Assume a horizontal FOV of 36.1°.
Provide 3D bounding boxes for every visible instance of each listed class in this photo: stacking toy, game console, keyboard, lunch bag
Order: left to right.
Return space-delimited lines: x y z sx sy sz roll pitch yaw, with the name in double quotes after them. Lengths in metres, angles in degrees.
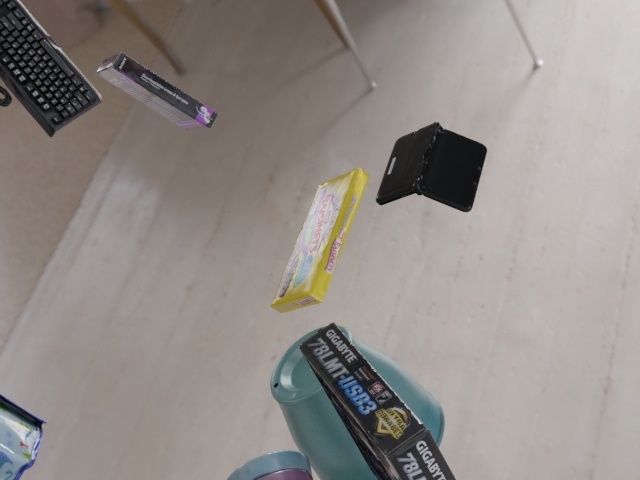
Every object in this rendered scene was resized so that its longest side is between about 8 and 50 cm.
-0.435 0.245 1.290 0.096 0.129 0.151 -48 17 11 "lunch bag"
-0.346 -0.201 1.123 0.108 0.180 0.023 -40 -2 -23 "keyboard"
-0.162 0.406 1.422 0.309 0.280 0.130 -53 46 33 "stacking toy"
0.142 -0.085 1.264 0.107 0.071 0.122 -20 37 41 "game console"

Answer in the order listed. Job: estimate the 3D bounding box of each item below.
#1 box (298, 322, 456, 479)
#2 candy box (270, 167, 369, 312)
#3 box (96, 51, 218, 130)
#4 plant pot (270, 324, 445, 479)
0.106 0.296 1.383 0.073 0.293 0.295 -35 32 -8 "box"
0.000 0.000 1.361 0.105 0.027 0.206 -18 45 53 "candy box"
-0.235 -0.211 1.406 0.029 0.162 0.116 -63 24 -7 "box"
0.048 0.305 1.815 0.272 0.255 0.271 -29 29 18 "plant pot"
